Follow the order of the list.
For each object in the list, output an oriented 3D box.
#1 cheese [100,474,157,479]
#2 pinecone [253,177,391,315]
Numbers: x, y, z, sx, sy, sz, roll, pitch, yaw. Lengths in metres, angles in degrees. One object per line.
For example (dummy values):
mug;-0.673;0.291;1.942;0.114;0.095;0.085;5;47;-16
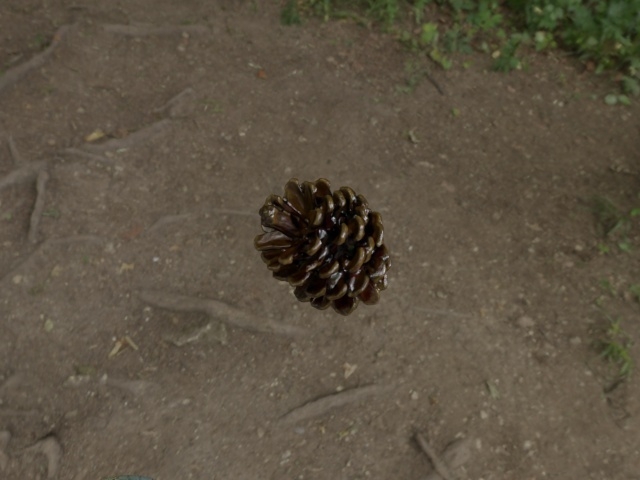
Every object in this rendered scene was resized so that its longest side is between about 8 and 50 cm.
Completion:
cheese;-0.300;0.378;0.710;0.270;0.177;0.069;6;34;-4
pinecone;0.001;-0.002;0.722;0.212;0.185;0.168;47;70;-33
